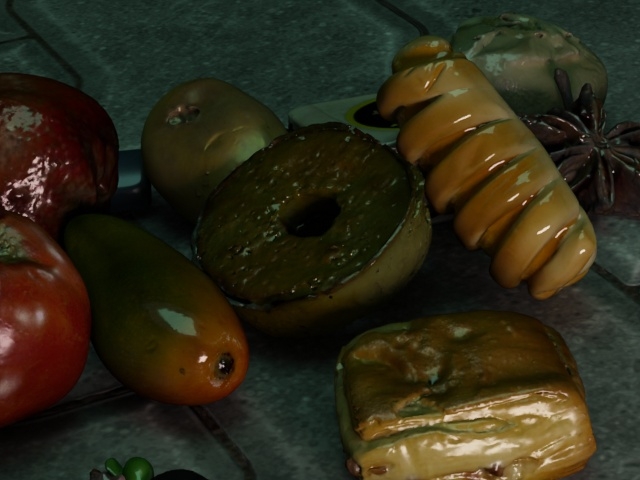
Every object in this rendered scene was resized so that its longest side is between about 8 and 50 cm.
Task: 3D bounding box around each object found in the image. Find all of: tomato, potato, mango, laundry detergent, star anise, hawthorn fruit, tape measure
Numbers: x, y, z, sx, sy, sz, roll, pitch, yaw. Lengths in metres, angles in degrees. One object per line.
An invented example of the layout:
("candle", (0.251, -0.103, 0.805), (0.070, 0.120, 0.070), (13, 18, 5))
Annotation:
("tomato", (-0.298, 0.090, 1.862), (0.139, 0.200, 0.233), (19, 32, -20))
("potato", (-0.119, -0.092, 2.207), (0.150, 0.146, 0.234), (-18, 38, -25))
("mango", (-0.166, 0.071, 1.921), (0.146, 0.129, 0.289), (3, 29, -24))
("laundry detergent", (-0.306, -0.063, 2.275), (0.206, 0.061, 0.096), (-6, 36, -3))
("star anise", (0.311, -0.102, 2.224), (0.209, 0.089, 0.231), (26, 38, -5))
("hawthorn fruit", (-0.378, -0.069, 2.082), (0.300, 0.254, 0.254), (15, 31, 8))
("tape measure", (0.081, -0.087, 2.213), (0.271, 0.133, 0.231), (-8, 21, -9))

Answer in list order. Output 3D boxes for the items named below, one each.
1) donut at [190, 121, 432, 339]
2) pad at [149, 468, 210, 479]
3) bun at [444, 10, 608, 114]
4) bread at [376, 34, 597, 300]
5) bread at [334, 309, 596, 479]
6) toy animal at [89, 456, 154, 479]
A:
("donut", (0.000, 0.000, 2.015), (0.272, 0.107, 0.272), (-20, 39, 17))
("pad", (-0.043, 0.249, 1.585), (0.323, 0.055, 0.250), (-11, 22, -37))
("bun", (0.245, -0.216, 2.411), (0.239, 0.141, 0.239), (3, 22, -1))
("bread", (0.167, -0.072, 2.020), (0.121, 0.173, 0.311), (-36, 78, -6))
("bread", (0.131, 0.145, 1.791), (0.235, 0.099, 0.210), (-5, 28, -3))
("toy animal", (-0.242, 0.247, 1.658), (0.208, 0.100, 0.103), (-3, 49, -18))
